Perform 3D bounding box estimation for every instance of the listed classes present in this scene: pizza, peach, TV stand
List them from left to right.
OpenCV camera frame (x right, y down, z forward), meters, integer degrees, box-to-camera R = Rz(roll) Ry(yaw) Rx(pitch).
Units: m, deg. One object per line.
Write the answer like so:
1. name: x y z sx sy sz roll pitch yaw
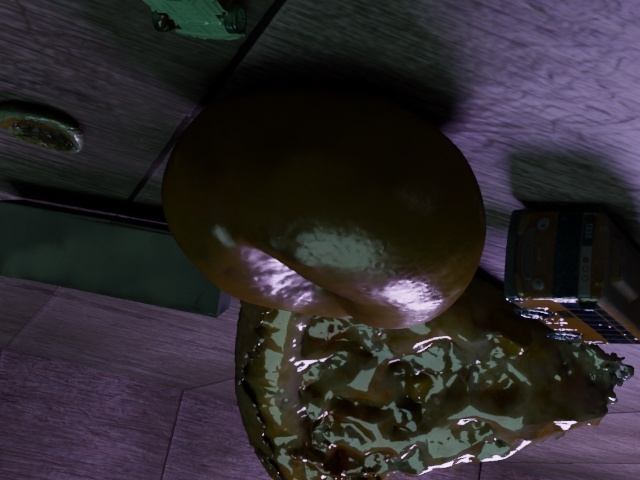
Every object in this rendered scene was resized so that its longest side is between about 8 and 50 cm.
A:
1. TV stand: -0.234 0.016 1.103 0.269 0.088 0.083 11 -174 4
2. peach: 0.004 -0.017 0.747 0.251 0.153 0.251 19 153 10
3. pizza: 0.053 0.165 1.034 0.435 0.080 0.392 31 125 -17

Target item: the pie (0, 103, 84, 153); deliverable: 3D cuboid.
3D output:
1. pie: -0.256 -0.102 0.879 0.085 0.017 0.085 10 163 3

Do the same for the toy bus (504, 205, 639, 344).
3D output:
1. toy bus: 0.241 0.037 0.881 0.103 0.091 0.182 -2 161 33

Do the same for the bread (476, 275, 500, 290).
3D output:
1. bread: 0.143 0.135 1.156 0.158 0.156 0.260 9 166 14

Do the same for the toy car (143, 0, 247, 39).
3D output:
1. toy car: -0.082 -0.150 0.572 0.059 0.035 0.122 6 171 19
